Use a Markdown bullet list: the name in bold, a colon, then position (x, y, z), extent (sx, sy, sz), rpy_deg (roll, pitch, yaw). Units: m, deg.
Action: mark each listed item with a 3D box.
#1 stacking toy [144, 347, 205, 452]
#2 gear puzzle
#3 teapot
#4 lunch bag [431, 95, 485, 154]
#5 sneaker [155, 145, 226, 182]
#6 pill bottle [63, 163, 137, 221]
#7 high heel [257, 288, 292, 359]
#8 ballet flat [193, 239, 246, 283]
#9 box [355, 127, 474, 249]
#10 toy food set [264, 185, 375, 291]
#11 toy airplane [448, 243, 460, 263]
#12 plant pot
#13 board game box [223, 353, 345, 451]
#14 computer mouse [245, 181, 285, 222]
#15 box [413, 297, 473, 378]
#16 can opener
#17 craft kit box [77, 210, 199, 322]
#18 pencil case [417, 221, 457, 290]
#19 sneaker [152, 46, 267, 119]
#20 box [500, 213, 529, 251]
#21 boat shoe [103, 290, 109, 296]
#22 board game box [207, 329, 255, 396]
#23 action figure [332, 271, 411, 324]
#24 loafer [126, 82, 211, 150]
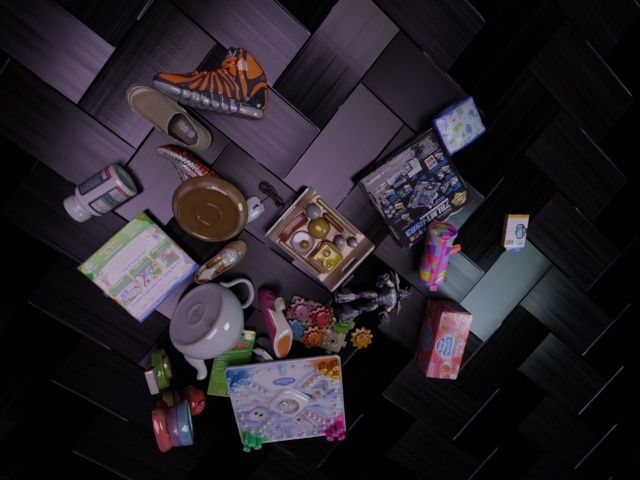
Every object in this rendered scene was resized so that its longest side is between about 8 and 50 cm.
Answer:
- **stacking toy**: position (-0.451, 0.487, 1.330), extent (0.130, 0.309, 0.280), rpy_deg (-11, 95, -14)
- **gear puzzle**: position (0.031, 0.324, 1.477), extent (0.338, 0.044, 0.176), rpy_deg (20, 100, -13)
- **teapot**: position (-0.334, 0.266, 1.326), extent (0.255, 0.253, 0.187), rpy_deg (-28, 138, 14)
- **lunch bag**: position (0.433, -0.364, 1.332), extent (0.151, 0.096, 0.129), rpy_deg (-39, 107, -21)
- **sneaker**: position (-0.401, -0.205, 1.256), extent (0.225, 0.088, 0.093), rpy_deg (36, 100, -14)
- **pill bottle**: position (-0.649, -0.135, 1.223), extent (0.180, 0.108, 0.108), rpy_deg (-32, 106, 0)
- **high heel**: position (-0.164, 0.283, 1.414), extent (0.082, 0.117, 0.244), rpy_deg (-25, 117, -34)
- **ballet flat**: position (-0.325, 0.077, 1.347), extent (0.206, 0.067, 0.073), rpy_deg (-39, 104, 1)
- **box**: position (0.316, -0.169, 1.385), extent (0.295, 0.073, 0.293), rpy_deg (-36, 107, 1)
- **toy food set**: position (0.000, 0.000, 1.366), extent (0.306, 0.092, 0.220), rpy_deg (41, 94, -15)
- **toy airplane**: position (0.429, 0.026, 1.474), extent (0.151, 0.028, 0.151), rpy_deg (-2, 105, -7)
- **plant pot**: position (-0.341, -0.085, 1.277), extent (0.236, 0.032, 0.237), rpy_deg (0, 126, -1)
- **board game box**: position (-0.112, 0.580, 1.453), extent (0.389, 0.050, 0.391), rpy_deg (-6, 118, -2)
- **computer mouse**: position (-0.218, -0.100, 1.333), extent (0.192, 0.042, 0.106), rpy_deg (-35, 107, 1)
- **box**: position (0.440, 0.354, 1.506), extent (0.122, 0.128, 0.257), rpy_deg (8, 103, -11)
- **can opener**: position (-0.130, 0.451, 1.462), extent (0.280, 0.074, 0.093), rpy_deg (52, 54, -21)
- **craft kit box**: position (-0.555, 0.081, 1.288), extent (0.250, 0.061, 0.247), rpy_deg (-45, 109, -13)
- **pencil case**: position (0.390, 0.051, 1.396), extent (0.104, 0.104, 0.237), rpy_deg (-7, 128, -7)
- **sneaker**: position (-0.303, -0.467, 1.186), extent (0.320, 0.124, 0.180), rpy_deg (6, 97, -31)
- **box**: position (0.701, -0.029, 1.504), extent (0.081, 0.028, 0.136), rpy_deg (0, 106, -9)
- **boat shoe**: position (-0.663, 0.149, 1.321), extent (0.059, 0.063, 0.170), rpy_deg (-33, 106, 13)
- **board game box**: position (-0.310, 0.424, 1.453), extent (0.124, 0.039, 0.260), rpy_deg (12, 104, -11)
- **action figure**: position (0.184, 0.209, 1.447), extent (0.284, 0.099, 0.186), rpy_deg (-9, 99, -10)
- **loafer**: position (-0.439, -0.360, 1.208), extent (0.268, 0.092, 0.102), rpy_deg (33, 97, -15)
